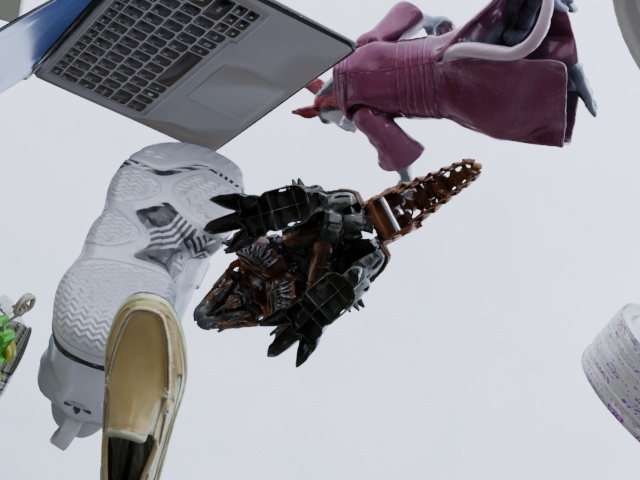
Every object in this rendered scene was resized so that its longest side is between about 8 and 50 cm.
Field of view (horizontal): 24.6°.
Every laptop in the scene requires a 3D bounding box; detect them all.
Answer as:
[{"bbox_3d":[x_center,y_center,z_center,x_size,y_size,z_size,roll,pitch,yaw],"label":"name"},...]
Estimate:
[{"bbox_3d":[-0.244,-0.144,1.636,0.408,0.236,0.382,24,-25,-22],"label":"laptop"}]

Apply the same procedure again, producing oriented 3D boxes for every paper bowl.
[{"bbox_3d":[0.475,0.183,1.815,0.284,0.148,0.284,33,20,-13],"label":"paper bowl"}]

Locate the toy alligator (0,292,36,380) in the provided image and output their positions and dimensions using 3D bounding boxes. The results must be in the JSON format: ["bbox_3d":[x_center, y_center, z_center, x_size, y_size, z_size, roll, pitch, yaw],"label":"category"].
[{"bbox_3d":[-0.308,0.092,1.320,0.051,0.056,0.189,47,-52,14],"label":"toy alligator"}]

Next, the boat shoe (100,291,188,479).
[{"bbox_3d":[-0.145,0.136,1.167,0.068,0.072,0.190,7,-67,5],"label":"boat shoe"}]

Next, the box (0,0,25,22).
[{"bbox_3d":[-0.482,-0.399,1.907,0.232,0.148,0.127,16,-24,-10],"label":"box"}]

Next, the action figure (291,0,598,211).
[{"bbox_3d":[0.132,-0.184,1.754,0.370,0.248,0.276,-8,-11,18],"label":"action figure"}]

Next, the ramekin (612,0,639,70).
[{"bbox_3d":[0.423,-0.240,1.385,0.277,0.135,0.277,37,-35,32],"label":"ramekin"}]

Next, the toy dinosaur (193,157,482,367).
[{"bbox_3d":[0.000,0.000,1.419,0.164,0.322,0.218,43,20,11],"label":"toy dinosaur"}]

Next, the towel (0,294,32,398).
[{"bbox_3d":[-0.412,0.203,1.582,0.056,0.312,0.324,29,-5,-21],"label":"towel"}]

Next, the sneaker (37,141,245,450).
[{"bbox_3d":[-0.197,0.055,1.550,0.137,0.366,0.210,24,-51,0],"label":"sneaker"}]
